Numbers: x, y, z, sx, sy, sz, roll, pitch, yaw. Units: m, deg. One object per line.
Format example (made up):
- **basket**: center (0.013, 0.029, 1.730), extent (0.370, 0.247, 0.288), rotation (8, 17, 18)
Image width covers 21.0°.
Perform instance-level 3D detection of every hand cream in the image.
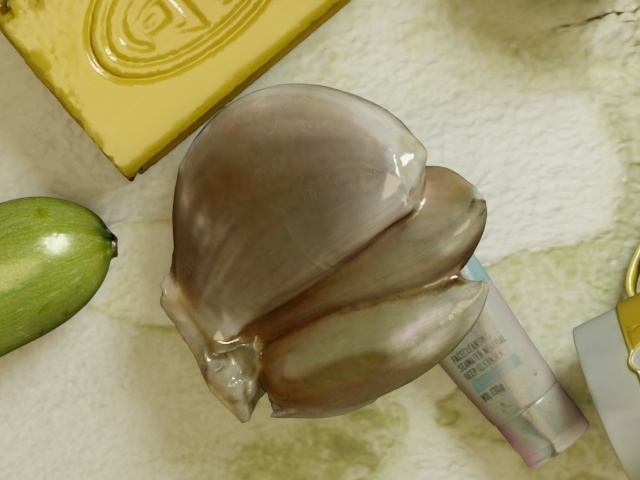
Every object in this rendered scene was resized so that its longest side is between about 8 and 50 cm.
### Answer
- **hand cream**: center (0.118, 0.056, 1.514), extent (0.111, 0.070, 0.312), rotation (-39, 91, 17)

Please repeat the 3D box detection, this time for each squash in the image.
- **squash**: center (-0.295, 0.038, 1.503), extent (0.247, 0.132, 0.132), rotation (-27, 96, 4)

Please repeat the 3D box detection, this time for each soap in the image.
- **soap**: center (-0.107, -0.223, 1.468), extent (0.324, 0.096, 0.204), rotation (-40, 95, 8)

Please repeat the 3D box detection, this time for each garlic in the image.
- **garlic**: center (0.000, 0.001, 1.453), extent (0.325, 0.132, 0.279), rotation (-36, 87, 25)

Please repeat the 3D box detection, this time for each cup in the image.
- **cup**: center (0.335, 0.078, 1.468), extent (0.226, 0.185, 0.241), rotation (-23, 62, 11)
